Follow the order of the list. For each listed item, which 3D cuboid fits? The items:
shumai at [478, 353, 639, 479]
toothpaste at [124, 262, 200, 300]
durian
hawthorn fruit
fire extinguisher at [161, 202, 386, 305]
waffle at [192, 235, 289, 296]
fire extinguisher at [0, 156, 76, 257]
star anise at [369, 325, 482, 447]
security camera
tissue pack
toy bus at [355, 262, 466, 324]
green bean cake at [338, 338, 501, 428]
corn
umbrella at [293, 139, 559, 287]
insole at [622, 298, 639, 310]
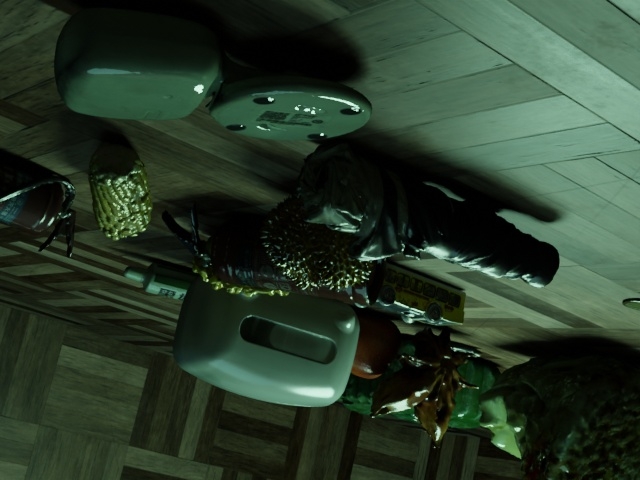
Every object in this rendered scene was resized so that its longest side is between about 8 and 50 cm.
[{"bbox_3d":[0.476,0.374,2.096,0.395,0.395,0.348,25,-178,-42],"label":"shumai"},{"bbox_3d":[-0.209,0.109,2.150,0.392,0.061,0.099,16,153,-20],"label":"toothpaste"},{"bbox_3d":[0.000,0.000,1.412,0.158,0.137,0.168,-11,146,13],"label":"durian"},{"bbox_3d":[0.088,0.211,2.148,0.138,0.133,0.133,34,166,1],"label":"hawthorn fruit"},{"bbox_3d":[-0.078,0.011,1.601,0.344,0.102,0.138,9,133,18],"label":"fire extinguisher"},{"bbox_3d":[-0.115,0.037,1.732,0.194,0.051,0.149,5,-152,1],"label":"waffle"},{"bbox_3d":[-0.500,-0.069,1.573,0.341,0.141,0.105,25,-171,-38],"label":"fire extinguisher"},{"bbox_3d":[0.234,0.277,2.152,0.148,0.237,0.346,-7,-168,38],"label":"star anise"},{"bbox_3d":[-0.096,-0.153,1.000,0.301,0.080,0.157,7,167,-20],"label":"security camera"},{"bbox_3d":[-0.094,0.181,1.981,0.333,0.229,0.236,18,165,-19],"label":"tissue pack"},{"bbox_3d":[0.136,0.089,1.739,0.226,0.074,0.081,20,165,-30],"label":"toy bus"},{"bbox_3d":[0.221,0.335,2.451,0.308,0.169,0.300,19,165,-28],"label":"green bean cake"},{"bbox_3d":[-0.277,-0.066,1.474,0.086,0.086,0.288,14,164,-5],"label":"corn"},{"bbox_3d":[0.133,-0.011,1.271,0.358,0.113,0.106,19,143,-26],"label":"umbrella"},{"bbox_3d":[0.576,0.127,1.643,0.253,0.005,0.086,17,165,-18],"label":"insole"}]
